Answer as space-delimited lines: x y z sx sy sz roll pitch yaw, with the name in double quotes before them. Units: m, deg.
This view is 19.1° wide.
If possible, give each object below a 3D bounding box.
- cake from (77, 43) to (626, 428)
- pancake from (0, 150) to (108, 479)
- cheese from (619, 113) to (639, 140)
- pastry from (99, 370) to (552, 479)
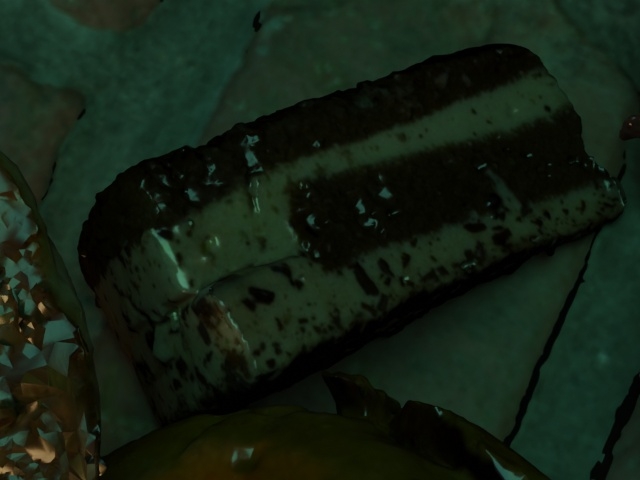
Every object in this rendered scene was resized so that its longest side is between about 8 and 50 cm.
"cake" 0.006 -0.001 0.885 0.246 0.135 0.112 -23 80 -38
"pancake" -0.255 0.051 0.663 0.356 0.065 0.356 -1 96 -10
"cheese" 0.223 -0.144 0.881 0.128 0.203 0.177 11 35 7
"pastry" -0.026 0.222 0.705 0.356 0.164 0.356 -10 57 16
